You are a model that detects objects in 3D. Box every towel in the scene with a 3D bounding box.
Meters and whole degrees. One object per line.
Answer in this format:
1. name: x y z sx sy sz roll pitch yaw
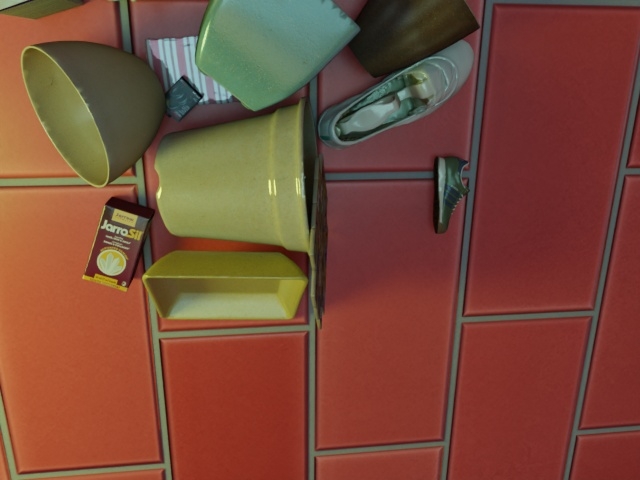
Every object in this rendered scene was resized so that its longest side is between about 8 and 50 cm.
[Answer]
1. towel: -0.272 -0.369 1.207 0.197 0.029 0.144 -5 112 -6

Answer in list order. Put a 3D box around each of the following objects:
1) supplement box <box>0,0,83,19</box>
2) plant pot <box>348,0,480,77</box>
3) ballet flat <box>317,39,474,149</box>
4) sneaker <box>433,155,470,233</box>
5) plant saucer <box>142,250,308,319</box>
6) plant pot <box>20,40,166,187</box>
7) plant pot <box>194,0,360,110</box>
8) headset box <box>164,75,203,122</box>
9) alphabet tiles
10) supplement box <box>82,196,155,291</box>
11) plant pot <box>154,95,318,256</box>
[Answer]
1. supplement box: -0.541 -0.486 1.028 0.114 0.220 0.111 -18 109 0
2. plant pot: 0.173 -0.454 1.158 0.230 0.215 0.215 -36 110 20
3. ballet flat: 0.180 -0.314 1.230 0.400 0.139 0.139 -28 110 2
4. sneaker: 0.323 -0.110 1.350 0.086 0.064 0.192 -3 106 -1
5. plant saucer: -0.210 0.102 1.264 0.332 0.333 0.081 2 67 -8
6. plant pot: -0.428 -0.274 1.114 0.191 0.284 0.284 -36 114 -34
7. plant pot: -0.118 -0.404 1.087 0.247 0.248 0.252 36 102 -24
8. headset box: -0.305 -0.302 1.195 0.083 0.032 0.062 -42 111 8
9. alphabet tiles: 0.000 0.000 1.186 0.011 0.342 0.285 0 149 5
10. supplement box: -0.463 0.008 1.276 0.104 0.081 0.188 19 105 -13
11. plant pot: -0.166 -0.124 1.173 0.305 0.334 0.334 -3 109 5
